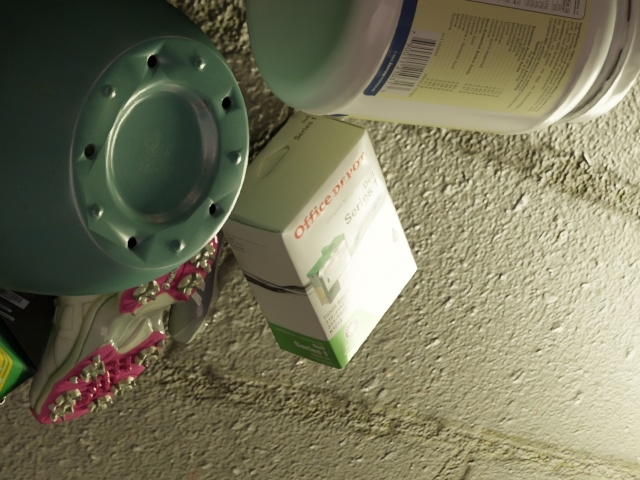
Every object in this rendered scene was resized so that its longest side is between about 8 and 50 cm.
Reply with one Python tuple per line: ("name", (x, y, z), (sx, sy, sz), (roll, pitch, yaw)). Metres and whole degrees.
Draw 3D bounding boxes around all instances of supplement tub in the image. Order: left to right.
("supplement tub", (0.120, -0.220, 1.291), (0.324, 0.235, 0.235), (3, 123, -31))

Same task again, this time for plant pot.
("plant pot", (-0.200, -0.086, 1.141), (0.293, 0.235, 0.293), (-17, 114, -45))

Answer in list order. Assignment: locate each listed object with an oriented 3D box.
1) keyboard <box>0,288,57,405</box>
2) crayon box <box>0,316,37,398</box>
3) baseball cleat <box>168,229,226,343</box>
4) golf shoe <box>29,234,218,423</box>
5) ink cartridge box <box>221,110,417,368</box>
("keyboard", (-0.344, 0.076, 1.407), (0.201, 0.033, 0.317), (-48, 132, 5))
("crayon box", (-0.382, 0.129, 1.221), (0.203, 0.083, 0.323), (-36, 170, -5))
("baseball cleat", (-0.148, 0.010, 1.448), (0.109, 0.072, 0.206), (9, 111, -25))
("golf shoe", (-0.215, 0.055, 1.391), (0.115, 0.140, 0.306), (-4, 138, -50))
("ink cartridge box", (0.000, 0.000, 1.457), (0.160, 0.092, 0.219), (-52, 141, -26))
